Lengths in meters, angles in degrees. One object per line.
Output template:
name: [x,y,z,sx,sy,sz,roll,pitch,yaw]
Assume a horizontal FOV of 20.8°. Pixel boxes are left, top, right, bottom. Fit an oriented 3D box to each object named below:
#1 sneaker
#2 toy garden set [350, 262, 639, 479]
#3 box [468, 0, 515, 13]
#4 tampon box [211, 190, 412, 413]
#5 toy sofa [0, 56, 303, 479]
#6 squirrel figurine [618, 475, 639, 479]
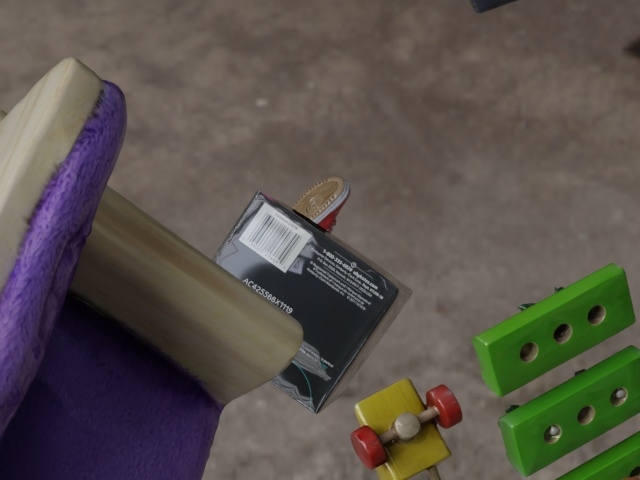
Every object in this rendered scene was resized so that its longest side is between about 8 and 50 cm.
sneaker: [0.000,0.000,1.485,0.067,0.118,0.042,34,27,-25]
toy garden set: [0.131,0.155,1.161,0.204,0.244,0.049,-27,30,-16]
box: [0.134,-0.508,1.183,0.297,0.471,0.479,-20,53,4]
tampon box: [-0.014,0.042,1.229,0.120,0.101,0.161,35,2,5]
toy sofa: [-0.108,0.131,0.523,0.177,0.150,0.362,-32,31,39]
squirrel figurine: [0.264,0.268,0.872,0.281,0.370,0.397,-26,69,-42]
